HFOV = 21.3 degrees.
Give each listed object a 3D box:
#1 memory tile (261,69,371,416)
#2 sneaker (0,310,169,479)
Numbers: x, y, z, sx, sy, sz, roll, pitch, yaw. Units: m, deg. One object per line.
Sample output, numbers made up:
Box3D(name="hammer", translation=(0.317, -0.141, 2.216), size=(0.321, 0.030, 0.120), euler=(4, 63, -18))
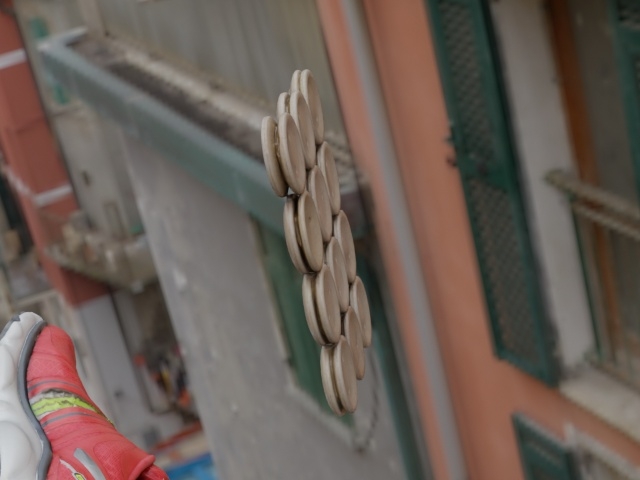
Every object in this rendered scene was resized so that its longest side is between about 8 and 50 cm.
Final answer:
Box3D(name="memory tile", translation=(0.000, 0.000, 0.797), size=(0.012, 0.148, 0.113), euler=(-9, 20, 10))
Box3D(name="sneaker", translation=(-0.141, 0.131, 0.936), size=(0.118, 0.107, 0.279), euler=(19, 16, -16))
